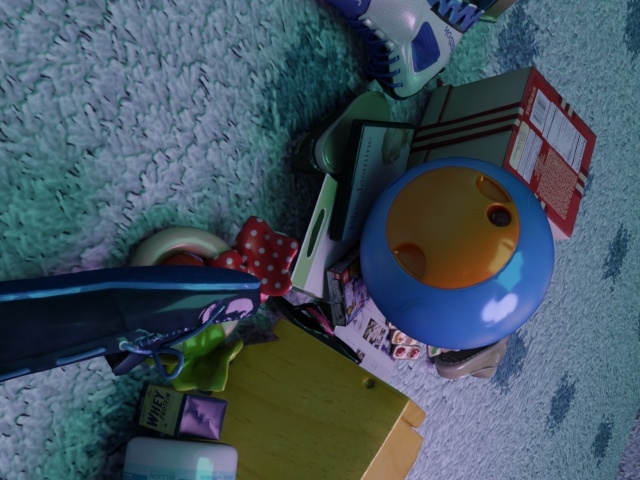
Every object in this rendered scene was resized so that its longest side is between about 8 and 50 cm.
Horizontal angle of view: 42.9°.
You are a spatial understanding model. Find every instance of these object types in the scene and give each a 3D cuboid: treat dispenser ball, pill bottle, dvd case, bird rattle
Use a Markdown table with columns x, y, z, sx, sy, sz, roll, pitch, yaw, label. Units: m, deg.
| x | y | z | sx | sy | sz | roll | pitch | yaw | label |
| --- | --- | --- | --- | --- | --- | --- | --- | --- | --- |
| 0.203 | 0.019 | 1.224 | 0.288 | 0.288 | 0.288 | -20 | 116 | -47 | treat dispenser ball |
| -0.190 | 0.388 | 1.036 | 0.146 | 0.146 | 0.264 | 22 | 69 | -52 | pill bottle |
| 0.086 | -0.098 | 1.284 | 0.253 | 0.022 | 0.180 | -15 | 119 | -65 | dvd case |
| -0.150 | 0.067 | 1.059 | 0.207 | 0.143 | 0.253 | 34 | 76 | -26 | bird rattle |

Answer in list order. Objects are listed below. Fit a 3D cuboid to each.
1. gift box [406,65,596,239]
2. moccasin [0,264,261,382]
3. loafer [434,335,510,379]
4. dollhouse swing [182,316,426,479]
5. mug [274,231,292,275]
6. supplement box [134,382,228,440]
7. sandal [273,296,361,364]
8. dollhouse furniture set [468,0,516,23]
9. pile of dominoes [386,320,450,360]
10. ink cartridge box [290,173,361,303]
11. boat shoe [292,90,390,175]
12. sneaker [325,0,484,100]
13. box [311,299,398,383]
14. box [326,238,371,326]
| x | y | z | sx | sy | sz | roll | pitch | yaw | label |
| --- | --- | --- | --- | --- | --- | --- | --- | --- | --- |
| 0.295 | -0.155 | 1.445 | 0.276 | 0.258 | 0.255 | 40 | 62 | -30 | gift box |
| -0.235 | 0.095 | 0.921 | 0.342 | 0.138 | 0.116 | -4 | 99 | -19 | moccasin |
| 0.336 | 0.256 | 1.756 | 0.268 | 0.102 | 0.092 | -15 | 106 | -50 | loafer |
| -0.031 | 0.353 | 1.269 | 0.347 | 0.315 | 0.305 | -57 | 171 | -9 | dollhouse swing |
| -0.077 | 0.031 | 1.210 | 0.062 | 0.078 | 0.064 | -100 | 180 | -49 | mug |
| -0.187 | 0.231 | 1.097 | 0.083 | 0.083 | 0.056 | 25 | 75 | -52 | supplement box |
| 0.002 | 0.132 | 1.279 | 0.179 | 0.067 | 0.040 | 37 | 101 | -17 | sandal |
| 0.214 | -0.541 | 1.384 | 0.303 | 0.198 | 0.286 | 4 | 75 | -22 | dollhouse furniture set |
| 0.209 | 0.107 | 1.442 | 0.196 | 0.040 | 0.251 | -17 | 118 | -19 | pile of dominoes |
| 0.000 | 0.000 | 1.242 | 0.235 | 0.056 | 0.171 | 30 | 77 | -66 | ink cartridge box |
| 0.035 | -0.170 | 1.270 | 0.228 | 0.069 | 0.081 | -44 | 118 | -46 | boat shoe |
| 0.110 | -0.314 | 1.257 | 0.315 | 0.127 | 0.182 | 4 | 114 | -40 | sneaker |
| 0.053 | 0.197 | 1.419 | 0.232 | 0.058 | 0.322 | 43 | 66 | -48 | box |
| 0.055 | 0.064 | 1.289 | 0.137 | 0.027 | 0.094 | -41 | 130 | -54 | box |
